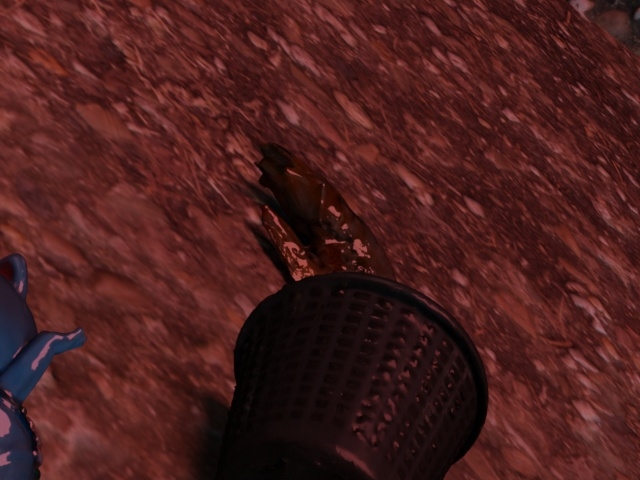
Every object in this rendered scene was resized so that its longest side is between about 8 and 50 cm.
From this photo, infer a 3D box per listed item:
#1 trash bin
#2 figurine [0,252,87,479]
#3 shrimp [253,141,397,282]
[{"bbox_3d":[0.006,0.132,1.140,0.175,0.175,0.161,43,34,-10],"label":"trash bin"},{"bbox_3d":[-0.200,0.078,0.912,0.144,0.114,0.178,19,42,-47],"label":"figurine"},{"bbox_3d":[0.003,-0.003,1.498,0.187,0.051,0.132,49,21,-2],"label":"shrimp"}]
